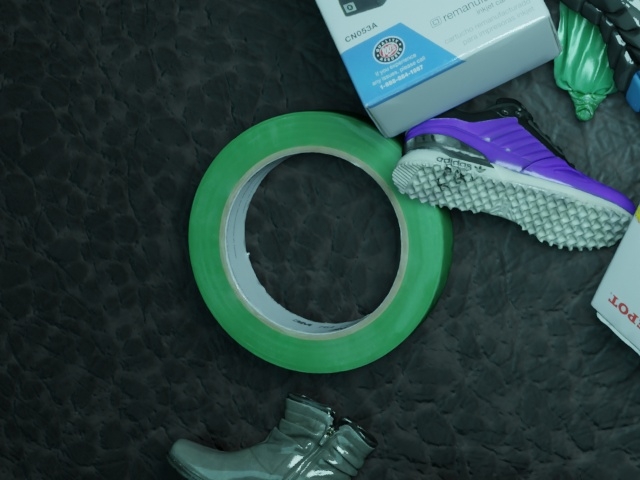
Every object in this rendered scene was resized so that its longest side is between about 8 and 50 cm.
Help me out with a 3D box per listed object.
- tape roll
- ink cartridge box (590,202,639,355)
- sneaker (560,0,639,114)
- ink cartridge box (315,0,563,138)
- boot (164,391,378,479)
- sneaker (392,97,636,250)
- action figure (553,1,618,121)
[{"bbox_3d":[0.000,0.000,1.708,0.321,0.077,0.321,2,98,15],"label":"tape roll"},{"bbox_3d":[0.438,0.017,1.479,0.201,0.117,0.278,47,133,35],"label":"ink cartridge box"},{"bbox_3d":[0.335,-0.295,1.508,0.140,0.125,0.341,-34,99,-18],"label":"sneaker"},{"bbox_3d":[0.101,-0.307,1.555,0.223,0.129,0.307,-26,72,9],"label":"ink cartridge box"},{"bbox_3d":[-0.060,0.261,1.768,0.246,0.083,0.161,22,96,7],"label":"boot"},{"bbox_3d":[0.238,-0.094,1.611,0.293,0.102,0.146,18,59,-7],"label":"sneaker"},{"bbox_3d":[0.319,-0.251,1.588,0.137,0.063,0.232,12,96,13],"label":"action figure"}]
